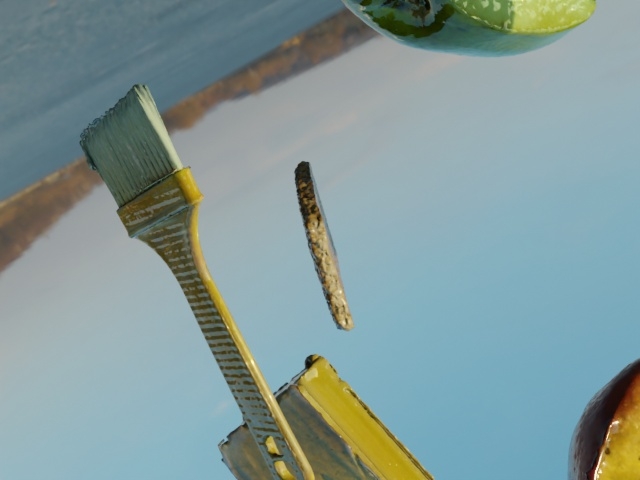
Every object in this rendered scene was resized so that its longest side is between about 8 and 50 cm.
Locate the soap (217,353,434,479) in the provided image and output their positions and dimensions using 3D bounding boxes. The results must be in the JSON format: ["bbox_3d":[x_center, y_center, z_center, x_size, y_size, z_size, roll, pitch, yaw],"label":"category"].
[{"bbox_3d":[0.022,0.235,0.980,0.135,0.233,0.076,-43,177,34],"label":"soap"}]

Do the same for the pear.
[{"bbox_3d":[0.117,-0.289,1.059,0.292,0.292,0.159,-37,-170,-39],"label":"pear"}]

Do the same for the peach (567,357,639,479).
[{"bbox_3d":[0.385,0.276,1.078,0.281,0.281,0.338,-24,-161,27],"label":"peach"}]

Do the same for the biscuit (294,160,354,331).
[{"bbox_3d":[0.000,0.000,1.108,0.025,0.131,0.231,-16,-162,1],"label":"biscuit"}]

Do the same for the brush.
[{"bbox_3d":[-0.055,0.032,0.515,0.010,0.218,0.082,-31,-173,-34],"label":"brush"}]
